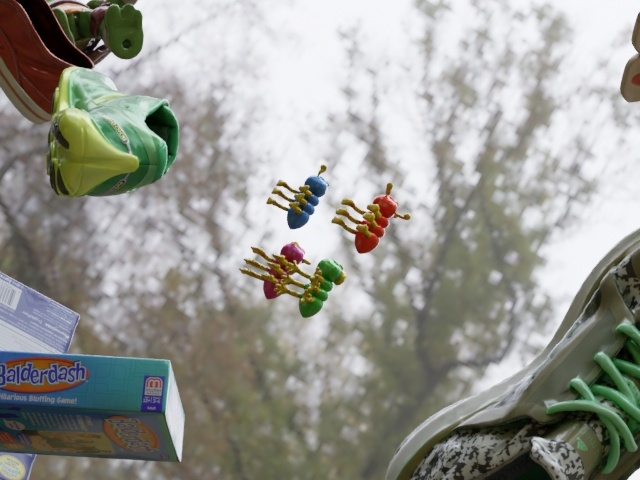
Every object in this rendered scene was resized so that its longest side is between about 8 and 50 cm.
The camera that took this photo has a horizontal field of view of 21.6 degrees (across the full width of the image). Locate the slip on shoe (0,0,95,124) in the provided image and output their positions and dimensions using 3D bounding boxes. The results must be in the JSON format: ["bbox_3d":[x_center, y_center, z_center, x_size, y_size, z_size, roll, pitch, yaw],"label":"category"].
[{"bbox_3d":[-0.372,-0.292,1.915,0.101,0.123,0.331,-32,-82,16],"label":"slip on shoe"}]

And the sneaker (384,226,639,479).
[{"bbox_3d":[0.212,0.140,1.285,0.158,0.410,0.182,43,14,-5],"label":"sneaker"}]

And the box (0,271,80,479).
[{"bbox_3d":[-0.332,0.137,1.687,0.136,0.225,0.036,31,-46,-21],"label":"box"}]

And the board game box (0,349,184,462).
[{"bbox_3d":[-0.221,0.135,1.364,0.210,0.047,0.160,4,-22,1],"label":"board game box"}]

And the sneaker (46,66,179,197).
[{"bbox_3d":[-0.203,-0.096,1.635,0.123,0.110,0.295,6,16,-12],"label":"sneaker"}]

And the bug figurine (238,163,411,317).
[{"bbox_3d":[0.000,0.000,2.347,0.072,0.216,0.279,37,-8,-30],"label":"bug figurine"}]

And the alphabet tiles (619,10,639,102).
[{"bbox_3d":[0.439,-0.229,1.711,0.021,0.277,0.284,-125,-147,-45],"label":"alphabet tiles"}]

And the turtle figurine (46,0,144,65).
[{"bbox_3d":[-0.318,-0.325,2.118,0.197,0.275,0.266,26,9,-27],"label":"turtle figurine"}]
